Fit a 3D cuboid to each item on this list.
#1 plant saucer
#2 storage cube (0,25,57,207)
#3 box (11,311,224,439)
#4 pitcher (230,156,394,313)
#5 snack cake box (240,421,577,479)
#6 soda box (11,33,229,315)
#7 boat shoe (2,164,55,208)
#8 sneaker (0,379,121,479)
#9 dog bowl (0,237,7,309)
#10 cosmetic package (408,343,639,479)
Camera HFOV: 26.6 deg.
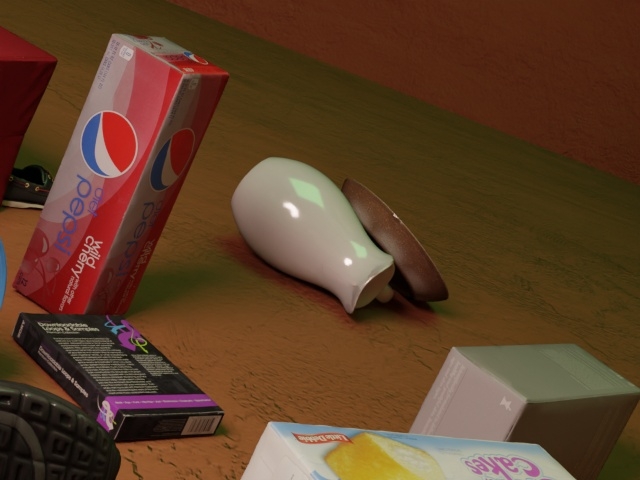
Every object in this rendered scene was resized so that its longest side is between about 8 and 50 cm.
[{"bbox_3d":[0.083,0.009,1.706,0.198,0.036,0.198,49,-8,9],"label":"plant saucer"},{"bbox_3d":[-0.413,-0.142,1.340,0.215,0.183,0.193,30,16,18],"label":"storage cube"},{"bbox_3d":[-0.174,0.113,1.158,0.116,0.029,0.162,6,25,-49],"label":"box"},{"bbox_3d":[0.000,0.000,1.638,0.207,0.125,0.178,41,-1,16],"label":"pitcher"},{"bbox_3d":[0.056,0.218,0.938,0.264,0.152,0.089,10,22,-39],"label":"snack cake box"},{"bbox_3d":[-0.184,-0.054,1.244,0.083,0.263,0.092,30,17,18],"label":"soda box"},{"bbox_3d":[-0.309,-0.059,1.486,0.049,0.042,0.133,33,17,34],"label":"boat shoe"},{"bbox_3d":[-0.270,0.113,0.898,0.286,0.109,0.130,19,11,-24],"label":"sneaker"},{"bbox_3d":[-0.365,0.007,0.949,0.074,0.166,0.297,24,-2,45],"label":"dog bowl"},{"bbox_3d":[0.201,0.177,1.325,0.238,0.127,0.107,9,23,-48],"label":"cosmetic package"}]
